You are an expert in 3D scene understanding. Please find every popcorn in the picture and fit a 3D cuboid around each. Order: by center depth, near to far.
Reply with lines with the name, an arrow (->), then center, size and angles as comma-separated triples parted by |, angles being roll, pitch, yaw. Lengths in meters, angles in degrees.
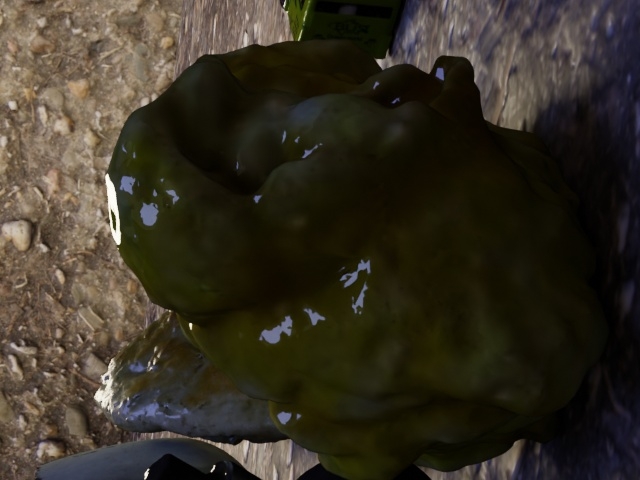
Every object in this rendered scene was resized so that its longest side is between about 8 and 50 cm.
popcorn -> 0.010, 0.009, 0.910 | 0.334, 0.292, 0.293 | 164, 105, -81

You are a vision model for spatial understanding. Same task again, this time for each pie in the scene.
pie -> -0.044, 0.040, 1.188 | 0.075, 0.338, 0.337 | 58, -168, -37

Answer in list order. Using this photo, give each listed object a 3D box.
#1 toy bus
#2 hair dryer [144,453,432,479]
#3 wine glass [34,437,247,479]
toy bus -> 0.013, -0.321, 1.404 | 0.139, 0.113, 0.301 | 108, 158, -47
hair dryer -> 0.025, 0.186, 0.894 | 0.156, 0.284, 0.320 | -43, 11, -11
wine glass -> -0.084, 0.277, 1.154 | 0.238, 0.323, 0.238 | -173, 90, -78
